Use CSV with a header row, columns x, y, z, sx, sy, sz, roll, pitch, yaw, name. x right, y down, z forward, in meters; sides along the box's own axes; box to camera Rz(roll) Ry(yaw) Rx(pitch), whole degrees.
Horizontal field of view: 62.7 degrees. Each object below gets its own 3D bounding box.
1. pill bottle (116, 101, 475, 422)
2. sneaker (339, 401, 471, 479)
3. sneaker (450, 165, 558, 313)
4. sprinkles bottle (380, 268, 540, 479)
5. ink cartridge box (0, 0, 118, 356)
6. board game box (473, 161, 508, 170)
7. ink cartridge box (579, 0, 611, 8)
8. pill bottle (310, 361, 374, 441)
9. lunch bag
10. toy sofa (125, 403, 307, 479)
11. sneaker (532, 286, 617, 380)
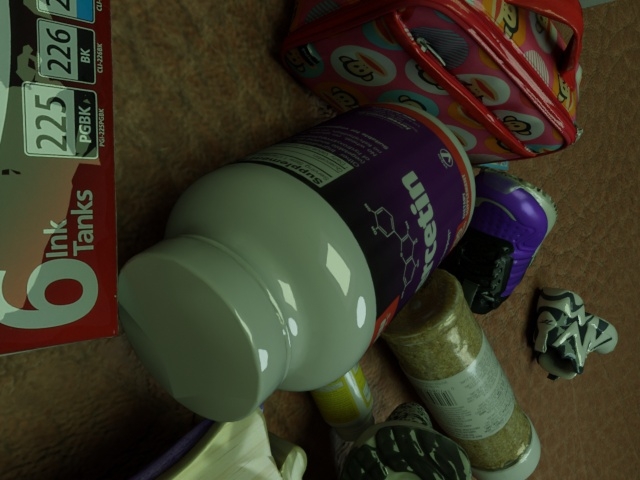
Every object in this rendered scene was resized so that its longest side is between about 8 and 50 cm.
x,y,z,sx,sy,sz,roll,pitch,yaw,name
0.000,0.000,0.448,0.323,0.182,0.181,-38,119,-48,pill bottle
0.070,0.374,0.618,0.182,0.158,0.410,-25,135,-75,sneaker
0.227,0.026,0.703,0.146,0.102,0.293,-53,151,-11,sneaker
0.196,0.199,0.725,0.121,0.121,0.355,-50,124,-27,sprinkles bottle
-0.265,-0.087,0.276,0.272,0.130,0.309,-5,98,-41,ink cartridge box
0.233,-0.162,0.784,0.154,0.026,0.103,1,94,-42,board game box
0.524,-0.509,0.908,0.127,0.176,0.128,40,68,-37,ink cartridge box
0.023,0.173,0.604,0.065,0.065,0.116,-38,117,-33,pill bottle
0.135,-0.182,0.538,0.293,0.258,0.120,25,75,-39,lunch bag
-0.181,0.255,0.374,0.363,0.150,0.177,-29,108,-36,toy sofa
0.473,0.204,0.994,0.235,0.094,0.153,38,71,-38,sneaker
